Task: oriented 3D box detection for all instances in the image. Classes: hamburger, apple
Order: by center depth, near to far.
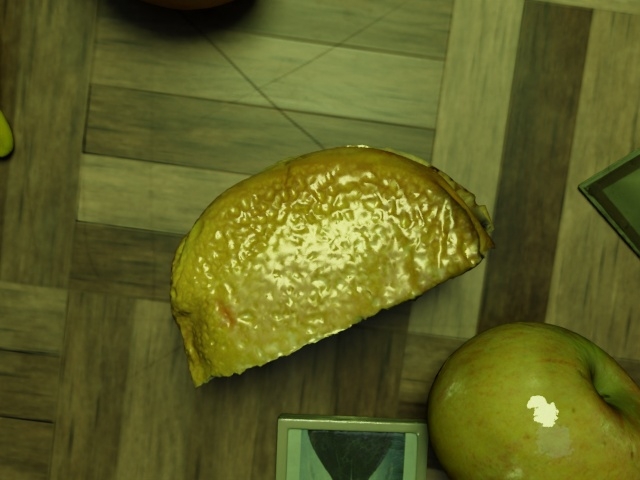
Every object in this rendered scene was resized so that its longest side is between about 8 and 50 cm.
[{"bbox_3d":[0.000,0.000,0.496,0.283,0.144,0.156,-25,83,-1],"label":"hamburger"},{"bbox_3d":[0.183,0.159,0.496,0.182,0.182,0.155,40,121,-3],"label":"apple"}]

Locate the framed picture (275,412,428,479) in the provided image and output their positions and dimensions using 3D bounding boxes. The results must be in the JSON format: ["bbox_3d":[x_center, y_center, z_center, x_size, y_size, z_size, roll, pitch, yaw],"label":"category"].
[{"bbox_3d":[0.027,0.274,0.573,0.150,0.015,0.202,3,93,-1],"label":"framed picture"}]

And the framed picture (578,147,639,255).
[{"bbox_3d":[0.367,-0.043,0.485,0.173,0.010,0.231,48,135,-4],"label":"framed picture"}]

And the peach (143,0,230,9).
[{"bbox_3d":[-0.117,-0.277,0.463,0.184,0.184,0.184,0,93,-1],"label":"peach"}]

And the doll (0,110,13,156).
[{"bbox_3d":[-0.362,-0.149,0.495,0.200,0.145,0.362,16,83,-41],"label":"doll"}]
